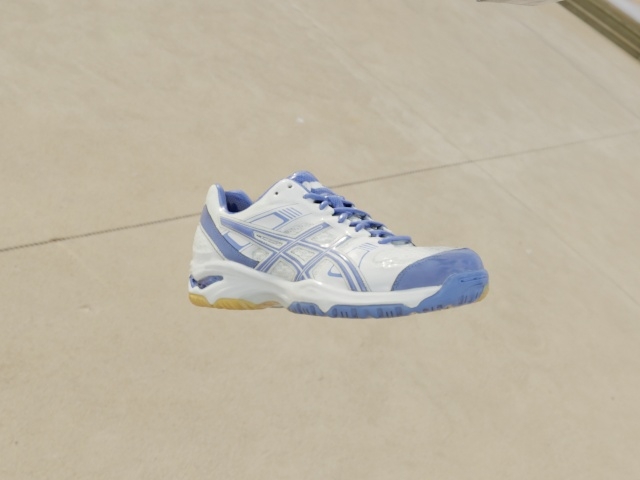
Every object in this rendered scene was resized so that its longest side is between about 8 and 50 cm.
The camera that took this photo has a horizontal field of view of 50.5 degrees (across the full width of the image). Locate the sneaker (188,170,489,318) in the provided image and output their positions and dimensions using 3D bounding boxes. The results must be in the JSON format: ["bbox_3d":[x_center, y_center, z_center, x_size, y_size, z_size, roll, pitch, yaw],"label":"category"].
[{"bbox_3d":[0.000,0.000,0.597,0.296,0.131,0.112,1,-4,29],"label":"sneaker"}]

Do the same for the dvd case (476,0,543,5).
[{"bbox_3d":[0.398,-0.432,1.172,0.164,0.018,0.221,3,15,45],"label":"dvd case"}]
